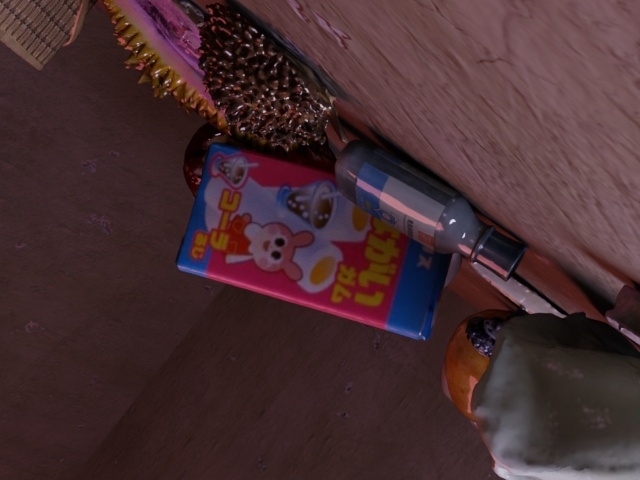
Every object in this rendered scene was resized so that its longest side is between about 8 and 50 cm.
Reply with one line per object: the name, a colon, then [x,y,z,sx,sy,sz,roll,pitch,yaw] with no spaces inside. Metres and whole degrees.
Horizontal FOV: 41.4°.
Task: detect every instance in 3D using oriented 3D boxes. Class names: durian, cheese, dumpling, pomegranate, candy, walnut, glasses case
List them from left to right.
durian: [-0.135,-0.196,1.047,0.341,0.112,0.191,36,179,2]
durian: [-0.052,-0.138,0.804,0.188,0.091,0.148,37,-179,15]
walnut: [-0.089,-0.127,1.391,0.221,0.244,0.269,-3,154,22]
candy: [0.000,0.000,0.989,0.305,0.157,0.100,15,178,14]
glasses case: [0.199,0.036,1.440,0.049,0.076,0.197,37,-179,24]
pomegranate: [0.348,0.248,1.626,0.248,0.248,0.248,38,-179,-1]
cheese: [0.363,0.144,1.158,0.400,0.034,0.085,39,-179,1]
dumpling: [0.289,0.202,0.800,0.321,0.212,0.270,50,177,-34]

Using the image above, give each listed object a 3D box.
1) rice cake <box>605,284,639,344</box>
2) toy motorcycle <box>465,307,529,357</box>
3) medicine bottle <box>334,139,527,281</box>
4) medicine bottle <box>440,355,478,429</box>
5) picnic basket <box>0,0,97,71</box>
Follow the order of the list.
rice cake: [0.285,0.095,0.574,0.047,0.036,0.206,20,-166,-46]
toy motorcycle: [0.359,0.193,1.259,0.307,0.108,0.173,35,-151,12]
medicine bottle: [0.109,-0.029,0.866,0.208,0.054,0.090,32,162,18]
medicine bottle: [0.448,0.333,1.794,0.375,0.282,0.123,40,143,36]
picnic basket: [-0.383,-0.354,0.958,0.228,0.175,0.313,39,177,1]
